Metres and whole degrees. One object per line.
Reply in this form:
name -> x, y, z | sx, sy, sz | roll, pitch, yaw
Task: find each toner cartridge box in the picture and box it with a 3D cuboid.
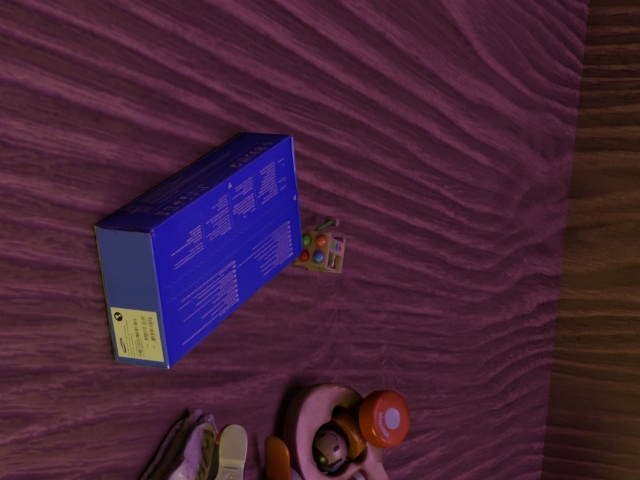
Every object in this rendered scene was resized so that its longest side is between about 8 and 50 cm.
toner cartridge box -> -0.130, 0.000, 1.462 | 0.348, 0.075, 0.165 | -41, 132, -57

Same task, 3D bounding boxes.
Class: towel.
towel -> -0.176, 0.354, 1.466 | 0.282, 0.049, 0.187 | -60, 145, -44

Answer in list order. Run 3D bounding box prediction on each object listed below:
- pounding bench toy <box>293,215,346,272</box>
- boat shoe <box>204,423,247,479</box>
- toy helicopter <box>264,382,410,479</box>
pounding bench toy -> 0.000, 0.000, 1.786 | 0.065, 0.052, 0.083 | 25, 72, -65
boat shoe -> -0.116, 0.287, 1.477 | 0.043, 0.049, 0.137 | 148, -47, -66
toy helicopter -> 0.011, 0.383, 1.775 | 0.235, 0.140, 0.355 | 1, 82, -44
